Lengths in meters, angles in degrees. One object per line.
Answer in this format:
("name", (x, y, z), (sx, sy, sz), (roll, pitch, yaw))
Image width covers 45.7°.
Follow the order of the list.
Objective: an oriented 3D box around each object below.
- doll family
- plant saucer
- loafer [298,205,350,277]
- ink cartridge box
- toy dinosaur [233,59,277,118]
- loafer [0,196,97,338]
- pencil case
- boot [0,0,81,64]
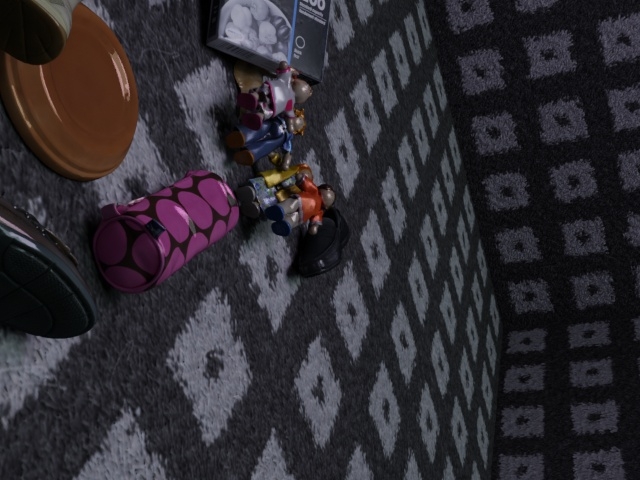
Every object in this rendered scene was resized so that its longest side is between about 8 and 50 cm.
("doll family", (-0.066, -0.134, 1.151), (0.163, 0.118, 0.263), (-32, 116, -48))
("plant saucer", (-0.249, -0.162, 0.785), (0.200, 0.037, 0.200), (-9, 90, -70))
("loafer", (0.000, 0.000, 1.320), (0.223, 0.076, 0.078), (-59, 131, -66))
("ink cartridge box", (-0.073, -0.367, 1.169), (0.206, 0.045, 0.208), (13, 77, -40))
("toy dinosaur", (-0.105, -0.241, 1.199), (0.092, 0.053, 0.183), (33, 53, -41))
("loafer", (-0.270, -0.014, 0.598), (0.267, 0.096, 0.084), (50, 24, -47))
("pencil case", (-0.169, -0.021, 0.865), (0.098, 0.095, 0.209), (60, 22, -7))
("boot", (-0.293, -0.270, 0.659), (0.213, 0.077, 0.165), (45, 27, -30))
